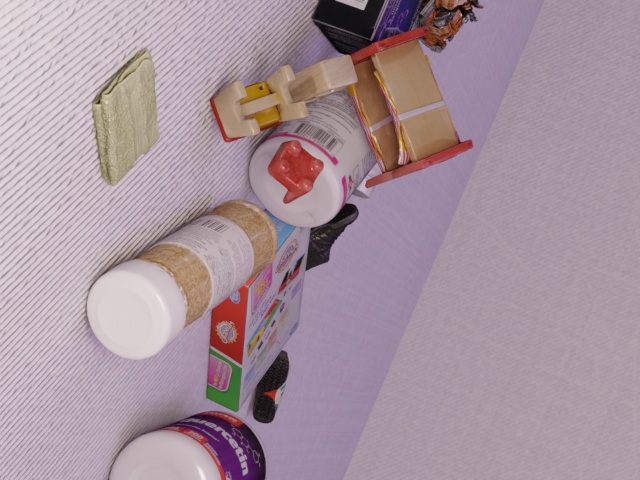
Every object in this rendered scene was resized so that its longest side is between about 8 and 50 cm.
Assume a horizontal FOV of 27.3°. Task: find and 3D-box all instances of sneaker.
[{"bbox_3d":[0.001,0.002,2.384,0.170,0.051,0.089,-26,131,1],"label":"sneaker"},{"bbox_3d":[-0.095,0.275,2.582,0.075,0.057,0.161,-76,180,-67],"label":"sneaker"}]

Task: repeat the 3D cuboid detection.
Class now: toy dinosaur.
[{"bbox_3d":[0.266,-0.497,2.557,0.218,0.164,0.322,-43,178,-23],"label":"toy dinosaur"}]

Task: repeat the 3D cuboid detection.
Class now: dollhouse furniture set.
[{"bbox_3d":[0.019,-0.161,1.906,0.374,0.201,0.152,-22,-177,-34],"label":"dollhouse furniture set"}]

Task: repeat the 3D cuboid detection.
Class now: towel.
[{"bbox_3d":[-0.225,-0.142,1.548,0.110,0.027,0.148,-55,160,-38],"label":"towel"}]

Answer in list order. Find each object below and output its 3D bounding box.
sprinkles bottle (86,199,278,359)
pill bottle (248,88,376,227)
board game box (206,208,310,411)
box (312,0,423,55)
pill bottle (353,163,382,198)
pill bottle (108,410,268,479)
[{"bbox_3d":[-0.178,0.045,1.799,0.355,0.121,0.121,-38,147,-62],"label":"sprinkles bottle"},{"bbox_3d":[0.017,-0.159,2.113,0.283,0.160,0.160,-52,158,-45],"label":"pill bottle"},{"bbox_3d":[-0.103,0.104,2.258,0.242,0.064,0.317,-53,159,-43],"label":"board game box"},{"bbox_3d":[0.082,-0.379,2.127,0.153,0.108,0.207,-68,165,0],"label":"box"},{"bbox_3d":[0.094,-0.194,2.403,0.222,0.124,0.124,-67,165,-6],"label":"pill bottle"},{"bbox_3d":[-0.194,0.371,2.096,0.182,0.181,0.323,-70,166,7],"label":"pill bottle"}]
